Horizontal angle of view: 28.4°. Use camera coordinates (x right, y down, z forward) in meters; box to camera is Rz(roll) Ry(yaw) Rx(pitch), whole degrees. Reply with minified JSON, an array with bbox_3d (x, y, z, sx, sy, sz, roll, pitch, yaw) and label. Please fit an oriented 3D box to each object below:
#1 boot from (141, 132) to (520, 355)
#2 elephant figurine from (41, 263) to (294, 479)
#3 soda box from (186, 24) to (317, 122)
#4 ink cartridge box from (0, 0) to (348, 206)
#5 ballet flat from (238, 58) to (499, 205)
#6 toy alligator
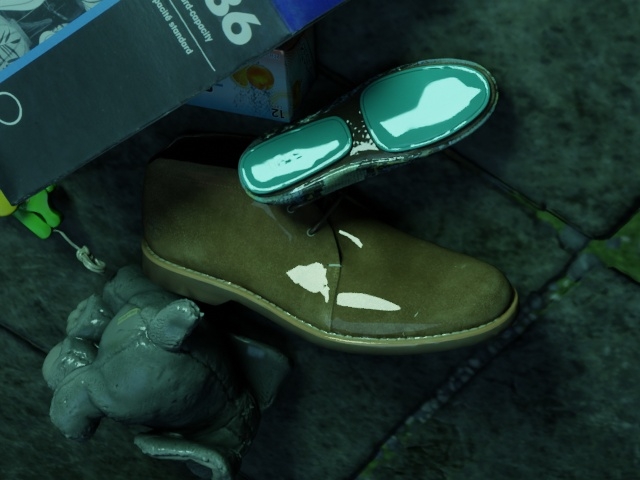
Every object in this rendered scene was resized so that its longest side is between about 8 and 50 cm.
[{"bbox_3d":[0.000,0.000,0.942,0.305,0.112,0.115,13,124,18],"label":"boot"},{"bbox_3d":[-0.106,0.138,1.106,0.169,0.186,0.239,-45,119,7],"label":"elephant figurine"},{"bbox_3d":[-0.096,-0.136,0.886,0.183,0.058,0.063,13,134,17],"label":"soda box"},{"bbox_3d":[-0.120,-0.163,0.806,0.333,0.065,0.165,-28,100,29],"label":"ink cartridge box"},{"bbox_3d":[0.035,-0.073,0.876,0.188,0.070,0.070,-17,123,14],"label":"ballet flat"},{"bbox_3d":[-0.249,-0.042,1.060,0.190,0.056,0.051,33,96,-5],"label":"toy alligator"}]
